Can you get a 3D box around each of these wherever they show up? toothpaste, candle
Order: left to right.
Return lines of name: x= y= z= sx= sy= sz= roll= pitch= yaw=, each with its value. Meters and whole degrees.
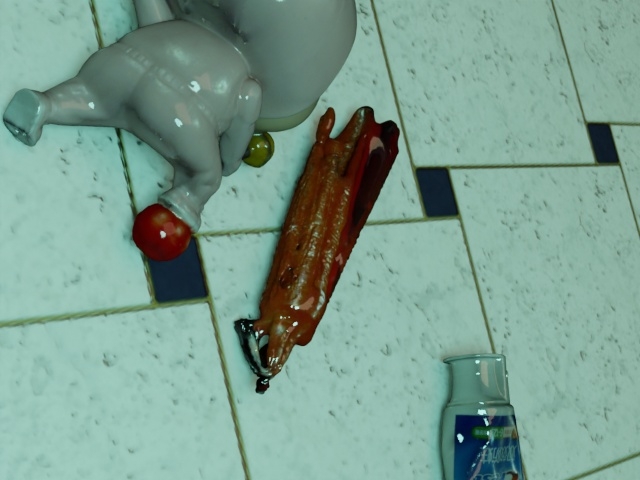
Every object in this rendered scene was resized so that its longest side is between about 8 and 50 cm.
candle: x=0.000 y=0.000 z=0.899 sx=0.084 sy=0.059 sz=0.302 roll=33 pitch=54 yaw=-19
toothpaste: x=0.146 y=0.235 z=0.958 sx=0.096 sy=0.061 sz=0.266 roll=8 pitch=76 yaw=-42

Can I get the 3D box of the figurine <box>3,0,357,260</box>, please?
figurine: x=-0.088 y=-0.132 z=0.827 sx=0.176 sy=0.186 sz=0.287 roll=27 pitch=66 yaw=20
